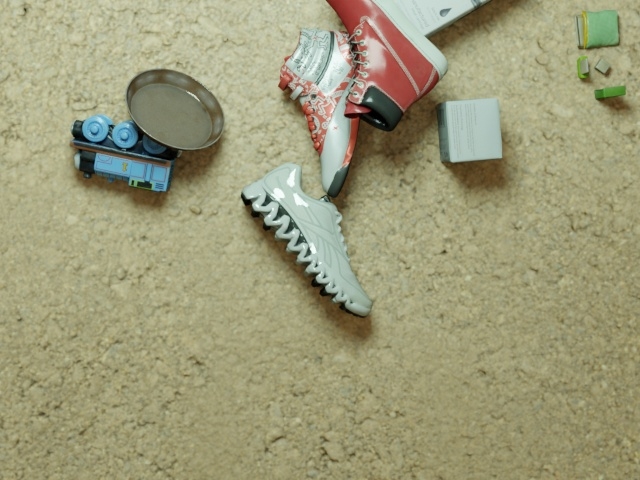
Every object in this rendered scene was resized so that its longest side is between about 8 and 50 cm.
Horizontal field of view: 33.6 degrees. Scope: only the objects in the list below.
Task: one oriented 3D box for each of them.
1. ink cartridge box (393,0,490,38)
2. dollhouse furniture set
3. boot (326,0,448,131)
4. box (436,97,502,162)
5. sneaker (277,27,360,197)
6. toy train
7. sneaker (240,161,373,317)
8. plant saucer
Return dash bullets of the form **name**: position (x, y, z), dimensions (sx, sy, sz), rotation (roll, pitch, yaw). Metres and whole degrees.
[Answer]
- **ink cartridge box**: position (0.200, -0.436, 1.726), dimensions (0.217, 0.092, 0.159), rotation (-31, 94, -3)
- **dollhouse furniture set**: position (0.470, -0.313, 1.763), dimensions (0.076, 0.058, 0.152), rotation (-6, 94, -3)
- **boot**: position (0.059, -0.291, 1.649), dimensions (0.244, 0.088, 0.176), rotation (44, 72, -1)
- **box**: position (0.243, -0.180, 1.737), dimensions (0.087, 0.101, 0.102), rotation (-6, 95, -3)
- **sneaker**: position (-0.005, -0.213, 1.730), dimensions (0.144, 0.090, 0.270), rotation (12, 89, -3)
- **toy train**: position (-0.319, -0.142, 1.724), dimensions (0.184, 0.080, 0.105), rotation (11, 98, -4)
- **sneaker**: position (0.000, 0.000, 1.739), dimensions (0.118, 0.110, 0.292), rotation (-40, 95, -9)
- **plant saucer**: position (-0.237, -0.205, 1.705), dimensions (0.168, 0.029, 0.169), rotation (16, 49, -19)
